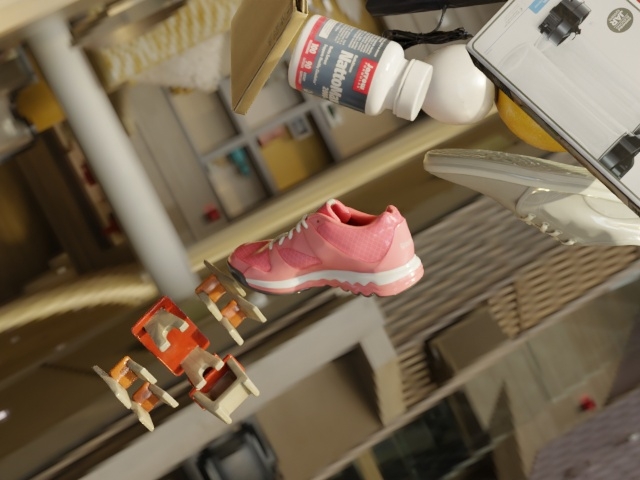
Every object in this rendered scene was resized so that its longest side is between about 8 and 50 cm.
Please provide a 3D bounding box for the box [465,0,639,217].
[{"bbox_3d":[0.323,-0.170,1.400,0.169,0.290,0.087,-45,166,5],"label":"box"}]

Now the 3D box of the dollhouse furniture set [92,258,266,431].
[{"bbox_3d":[-0.222,0.189,2.115,0.262,0.259,0.135,-45,-135,-10],"label":"dollhouse furniture set"}]

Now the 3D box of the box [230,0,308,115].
[{"bbox_3d":[-0.068,-0.282,1.604,0.021,0.164,0.201,12,143,-22],"label":"box"}]

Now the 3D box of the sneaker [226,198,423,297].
[{"bbox_3d":[0.001,0.000,1.878,0.314,0.136,0.116,0,-157,26],"label":"sneaker"}]

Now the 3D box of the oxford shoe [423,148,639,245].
[{"bbox_3d":[0.386,-0.065,2.103,0.449,0.130,0.169,13,-165,-5],"label":"oxford shoe"}]

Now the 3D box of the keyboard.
[{"bbox_3d":[0.197,-0.393,2.012,0.317,0.201,0.033,1,162,43],"label":"keyboard"}]

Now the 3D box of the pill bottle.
[{"bbox_3d":[0.056,-0.232,1.740,0.180,0.108,0.108,20,-159,9],"label":"pill bottle"}]

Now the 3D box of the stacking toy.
[{"bbox_3d":[0.373,-0.240,1.831,0.480,0.350,0.350,0,-172,-2],"label":"stacking toy"}]
